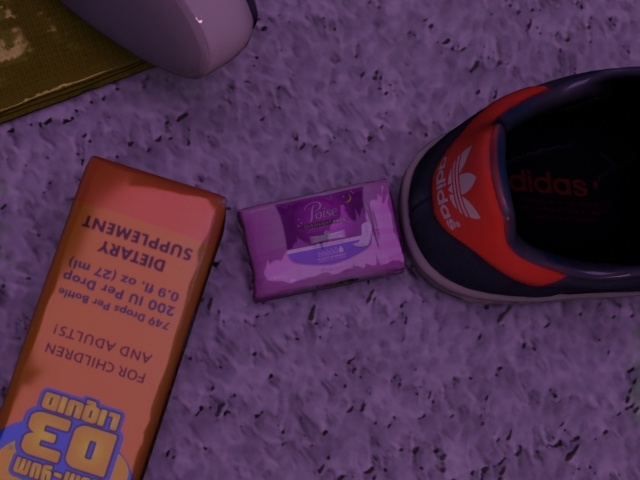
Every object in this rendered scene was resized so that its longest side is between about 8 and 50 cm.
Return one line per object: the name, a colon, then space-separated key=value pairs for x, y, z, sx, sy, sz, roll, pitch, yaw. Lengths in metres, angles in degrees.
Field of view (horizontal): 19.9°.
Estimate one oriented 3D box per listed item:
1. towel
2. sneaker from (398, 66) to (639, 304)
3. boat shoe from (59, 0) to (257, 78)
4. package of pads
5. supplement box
towel: x=-0.161 y=-0.119 z=0.960 sx=0.237 sy=0.021 sz=0.102 roll=-22 pitch=84 yaw=-13
sneaker: x=0.221 y=-0.035 z=0.940 sx=0.350 sy=0.148 sz=0.131 roll=-11 pitch=81 yaw=-11
boat shoe: x=-0.132 y=-0.248 z=0.936 sx=0.156 sy=0.136 sz=0.367 roll=-40 pitch=73 yaw=-20
package of pads: x=0.000 y=0.000 z=0.951 sx=0.083 sy=0.032 sz=0.050 roll=-12 pitch=82 yaw=0
supplement box: x=-0.115 y=0.083 z=0.900 sx=0.078 sy=0.080 sz=0.233 roll=17 pitch=79 yaw=-3
